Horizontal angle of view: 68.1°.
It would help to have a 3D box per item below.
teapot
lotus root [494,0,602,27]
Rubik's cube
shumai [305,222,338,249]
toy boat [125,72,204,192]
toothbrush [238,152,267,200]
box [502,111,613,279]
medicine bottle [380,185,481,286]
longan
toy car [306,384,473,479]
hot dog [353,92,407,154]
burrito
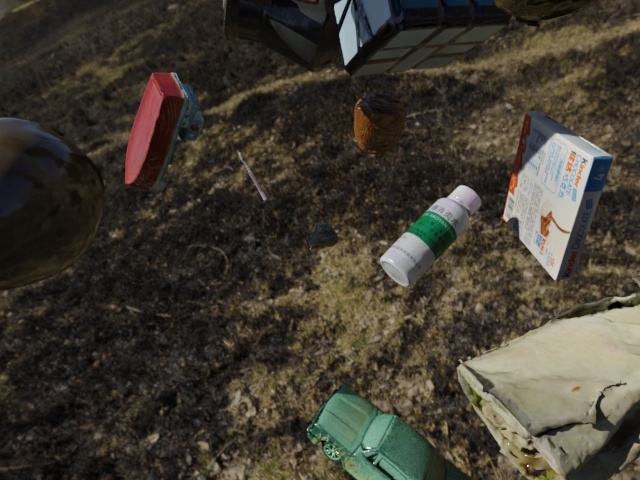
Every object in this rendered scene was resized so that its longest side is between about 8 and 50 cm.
[{"bbox_3d":[-0.105,-0.676,1.381,0.360,0.306,0.376,9,11,-5],"label":"teapot"},{"bbox_3d":[0.201,-0.269,0.287,0.275,0.160,0.152,-46,21,46],"label":"lotus root"},{"bbox_3d":[0.201,-0.548,1.035,0.283,0.289,0.293,-10,0,-16],"label":"Rubik's cube"},{"bbox_3d":[0.000,0.000,1.324,0.082,0.083,0.080,36,61,10],"label":"shumai"},{"bbox_3d":[-0.394,-0.248,1.197,0.133,0.332,0.145,0,46,-42],"label":"toy boat"},{"bbox_3d":[-0.243,-0.229,1.697,0.014,0.195,0.017,-29,3,-12],"label":"toothbrush"},{"bbox_3d":[0.484,-0.100,1.006,0.048,0.274,0.265,-2,33,-4],"label":"box"},{"bbox_3d":[0.250,-0.014,1.055,0.260,0.095,0.095,-43,40,-15],"label":"medicine bottle"},{"bbox_3d":[-0.524,-0.058,0.805,0.296,0.298,0.297,-16,37,12],"label":"longan"},{"bbox_3d":[0.137,0.398,0.873,0.320,0.097,0.141,35,35,12],"label":"toy car"},{"bbox_3d":[0.217,-0.436,1.771,0.195,0.272,0.122,10,67,6],"label":"hot dog"},{"bbox_3d":[0.363,0.170,0.583,0.331,0.135,0.190,-24,16,-5],"label":"burrito"}]
